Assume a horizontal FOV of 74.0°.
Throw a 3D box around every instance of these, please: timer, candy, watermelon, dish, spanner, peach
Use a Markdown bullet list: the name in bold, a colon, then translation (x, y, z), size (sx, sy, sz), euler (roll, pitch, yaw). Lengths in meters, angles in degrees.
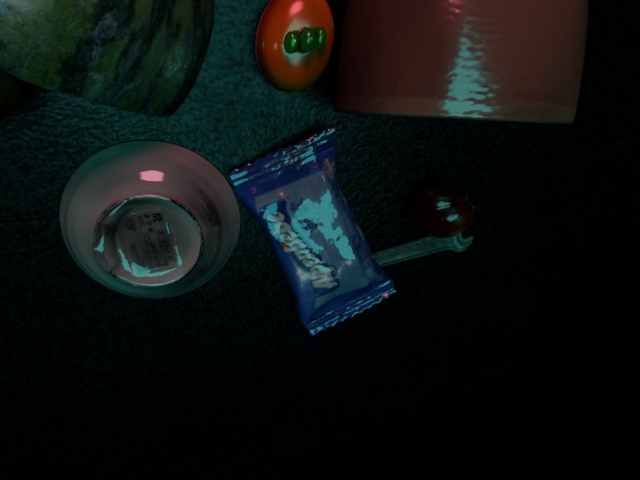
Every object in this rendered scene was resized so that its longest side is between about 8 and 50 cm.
- **timer**: translation (-0.033, -0.259, 0.553), size (0.100, 0.136, 0.136), euler (0, 114, -11)
- **candy**: translation (0.000, 0.000, 0.703), size (0.187, 0.077, 0.331), euler (-25, 110, 2)
- **watermelon**: translation (-0.254, -0.272, 0.485), size (0.212, 0.201, 0.262), euler (-58, 161, 10)
- **dish**: translation (-0.246, -0.010, 0.623), size (0.261, 0.085, 0.260), euler (-6, 115, -14)
- **spanner**: translation (0.152, 0.024, 0.799), size (0.302, 0.017, 0.071), euler (-16, 116, -10)
- **peach**: translation (0.209, -0.048, 0.740), size (0.101, 0.100, 0.100), euler (-7, 116, -14)

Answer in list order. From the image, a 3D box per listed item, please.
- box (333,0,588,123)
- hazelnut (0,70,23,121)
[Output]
- **box**: translation (0.162, -0.257, 0.520), size (0.301, 0.301, 0.216), euler (-3, 110, -16)
- **hazelnut**: translation (-0.436, -0.196, 0.422), size (0.212, 0.181, 0.180), euler (-46, 156, -40)
